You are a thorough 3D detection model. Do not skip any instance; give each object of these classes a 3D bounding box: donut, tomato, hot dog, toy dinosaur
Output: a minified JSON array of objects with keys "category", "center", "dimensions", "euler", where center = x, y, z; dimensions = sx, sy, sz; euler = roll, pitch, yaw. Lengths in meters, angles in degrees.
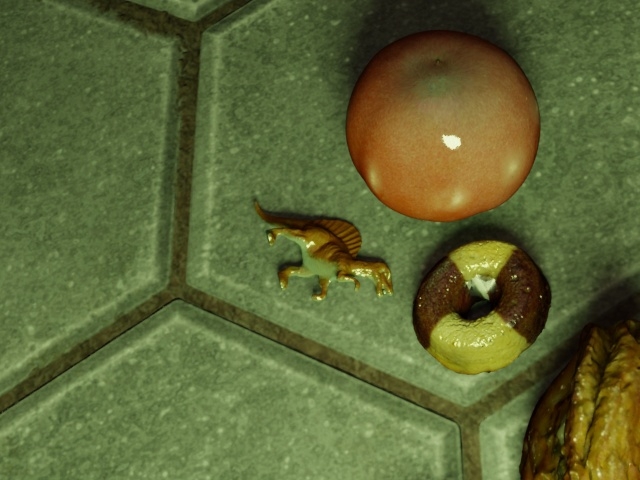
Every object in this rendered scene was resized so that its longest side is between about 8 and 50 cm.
[{"category":"donut","center":[0.202,0.075,1.413],"dimensions":[0.184,0.073,0.166],"euler":[-35,63,-5]},{"category":"tomato","center":[0.158,-0.150,1.464],"dimensions":[0.256,0.224,0.255],"euler":[-5,52,6]},{"category":"hot dog","center":[0.310,0.267,1.180],"dimensions":[0.174,0.267,0.387],"euler":[1,63,-8]},{"category":"toy dinosaur","center":[0.001,0.001,1.511],"dimensions":[0.142,0.057,0.212],"euler":[-17,60,-9]}]
